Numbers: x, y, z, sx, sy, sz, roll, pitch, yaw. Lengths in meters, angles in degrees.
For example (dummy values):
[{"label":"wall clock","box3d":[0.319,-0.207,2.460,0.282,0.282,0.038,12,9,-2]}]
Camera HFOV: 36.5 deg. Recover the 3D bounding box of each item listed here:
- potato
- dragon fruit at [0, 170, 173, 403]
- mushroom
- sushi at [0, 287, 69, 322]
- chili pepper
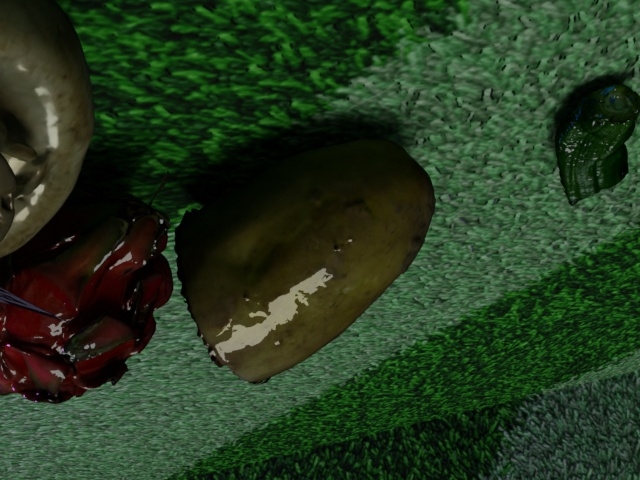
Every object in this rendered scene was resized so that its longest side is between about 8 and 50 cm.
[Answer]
[{"label":"potato","box3d":[0.000,0.000,1.036,0.266,0.229,0.229,-29,153,14]},{"label":"dragon fruit","box3d":[-0.240,0.036,0.984,0.293,0.233,0.234,-38,149,18]},{"label":"mushroom","box3d":[-0.248,-0.100,0.659,0.189,0.195,0.253,-46,141,-3]},{"label":"sushi","box3d":[-0.430,0.004,0.748,0.343,0.064,0.359,14,166,21]},{"label":"chili pepper","box3d":[0.319,-0.108,1.127,0.098,0.061,0.224,-19,158,1]}]
